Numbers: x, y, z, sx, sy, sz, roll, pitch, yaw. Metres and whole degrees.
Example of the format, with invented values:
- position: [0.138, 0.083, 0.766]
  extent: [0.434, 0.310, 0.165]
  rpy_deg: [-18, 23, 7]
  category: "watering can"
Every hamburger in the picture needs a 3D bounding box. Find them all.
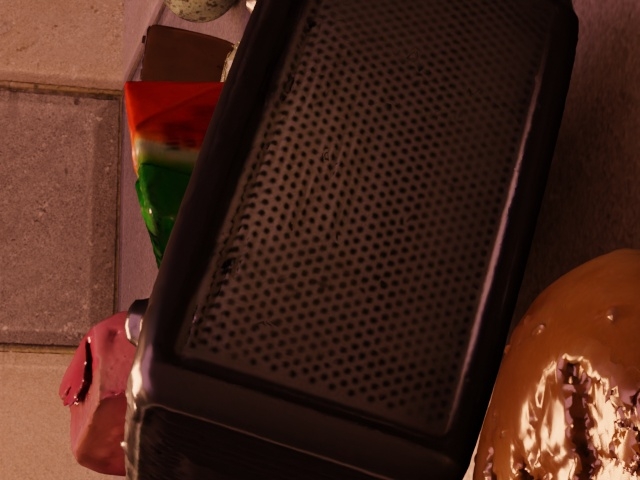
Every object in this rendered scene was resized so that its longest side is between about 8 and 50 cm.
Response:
- position: [0.201, 0.163, 0.751]
  extent: [0.284, 0.174, 0.304]
  rpy_deg: [-125, 33, -48]
  category: "hamburger"

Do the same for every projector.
- position: [0.006, 0.034, 1.056]
  extent: [0.395, 0.242, 0.405]
  rpy_deg: [109, 179, -63]
  category: "projector"

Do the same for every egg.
- position: [-0.200, -0.427, 2.312]
  extent: [0.172, 0.132, 0.132]
  rpy_deg: [-104, 21, -74]
  category: "egg"

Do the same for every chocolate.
- position: [-0.137, 0.004, 1.800]
  extent: [0.341, 0.162, 0.360]
  rpy_deg: [-109, 8, -53]
  category: "chocolate"

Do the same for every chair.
- position: [-0.180, -0.237, 2.124]
  extent: [0.319, 0.186, 0.160]
  rpy_deg: [-162, 81, -76]
  category: "chair"

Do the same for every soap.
- position: [-0.130, 0.174, 1.604]
  extent: [0.127, 0.325, 0.220]
  rpy_deg: [-98, 21, -45]
  category: "soap"
